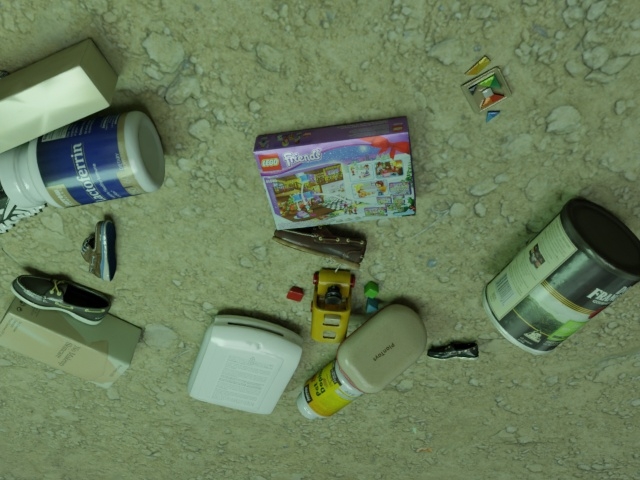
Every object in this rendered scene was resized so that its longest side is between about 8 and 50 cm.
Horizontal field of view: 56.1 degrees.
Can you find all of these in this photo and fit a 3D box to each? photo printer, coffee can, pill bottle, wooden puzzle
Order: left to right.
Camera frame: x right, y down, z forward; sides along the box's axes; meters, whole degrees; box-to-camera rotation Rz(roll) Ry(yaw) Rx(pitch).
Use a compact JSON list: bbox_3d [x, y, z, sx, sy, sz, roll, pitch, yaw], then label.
[{"bbox_3d":[-0.439,-0.143,1.115,0.264,0.153,0.153,-10,131,5],"label":"pill bottle"},{"bbox_3d":[-0.195,0.319,1.568,0.256,0.107,0.307,16,131,-11],"label":"photo printer"},{"bbox_3d":[0.030,0.401,1.622,0.117,0.117,0.215,30,127,-22],"label":"pill bottle"},{"bbox_3d":[0.294,-0.265,1.067,0.078,0.014,0.116,-30,124,28],"label":"wooden puzzle"},{"bbox_3d":[0.498,0.078,1.243,0.201,0.201,0.275,21,131,-15],"label":"coffee can"}]

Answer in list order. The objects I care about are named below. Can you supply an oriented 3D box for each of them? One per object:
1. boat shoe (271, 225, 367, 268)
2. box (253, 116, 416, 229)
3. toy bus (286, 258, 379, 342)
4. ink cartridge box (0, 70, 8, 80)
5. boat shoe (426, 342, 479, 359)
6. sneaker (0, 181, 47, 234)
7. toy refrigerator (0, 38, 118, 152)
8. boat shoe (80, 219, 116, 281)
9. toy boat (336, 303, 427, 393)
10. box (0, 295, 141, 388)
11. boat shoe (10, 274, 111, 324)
[{"bbox_3d":[0.000,0.000,1.298,0.207,0.073,0.073,17,94,-16],"label":"boat shoe"},{"bbox_3d":[0.035,-0.126,1.180,0.293,0.057,0.201,-6,133,9],"label":"box"},{"bbox_3d":[0.028,0.152,1.404,0.191,0.104,0.202,-32,123,28],"label":"toy bus"},{"bbox_3d":[-0.628,-0.284,1.097,0.115,0.029,0.063,9,132,-3],"label":"ink cartridge box"},{"bbox_3d":[0.340,0.284,1.549,0.133,0.049,0.042,-4,104,16],"label":"boat shoe"},{"bbox_3d":[-0.630,-0.095,1.236,0.234,0.078,0.106,-25,129,26],"label":"sneaker"},{"bbox_3d":[-0.499,-0.242,1.053,0.269,0.102,0.094,-20,133,11],"label":"toy refrigerator"},{"bbox_3d":[-0.499,0.024,1.345,0.066,0.066,0.183,12,132,-6],"label":"boat shoe"},{"bbox_3d":[0.145,0.254,1.458,0.231,0.151,0.151,-38,94,-7],"label":"toy boat"},{"bbox_3d":[-0.632,0.238,1.511,0.311,0.121,0.148,30,127,-22],"label":"box"},{"bbox_3d":[-0.619,0.129,1.444,0.227,0.081,0.068,27,126,-29],"label":"boat shoe"}]
